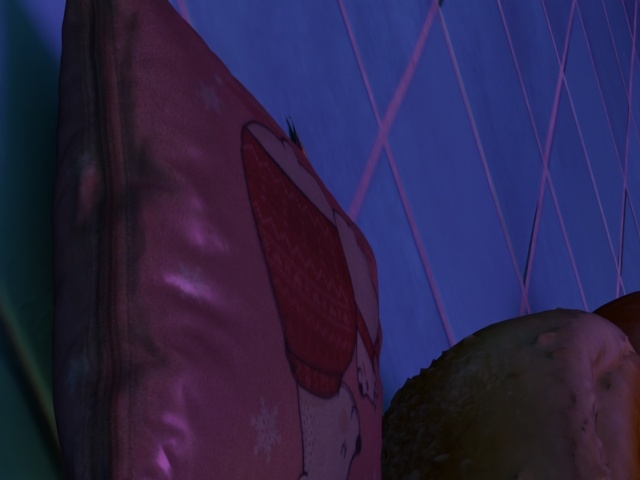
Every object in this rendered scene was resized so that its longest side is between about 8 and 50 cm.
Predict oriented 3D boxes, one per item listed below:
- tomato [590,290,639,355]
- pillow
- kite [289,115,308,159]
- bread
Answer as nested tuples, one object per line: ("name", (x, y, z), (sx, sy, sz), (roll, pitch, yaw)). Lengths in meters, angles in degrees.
("tomato", (0.287, 0.160, 1.281), (0.256, 0.224, 0.256), (17, 69, -52))
("pillow", (-0.031, 0.037, 0.599), (0.236, 0.084, 0.223), (55, 27, -56))
("kite", (0.000, 0.000, 0.848), (0.090, 0.004, 0.122), (39, 42, -64))
("bread", (0.105, 0.179, 0.805), (0.305, 0.158, 0.306), (-9, 90, -75))
